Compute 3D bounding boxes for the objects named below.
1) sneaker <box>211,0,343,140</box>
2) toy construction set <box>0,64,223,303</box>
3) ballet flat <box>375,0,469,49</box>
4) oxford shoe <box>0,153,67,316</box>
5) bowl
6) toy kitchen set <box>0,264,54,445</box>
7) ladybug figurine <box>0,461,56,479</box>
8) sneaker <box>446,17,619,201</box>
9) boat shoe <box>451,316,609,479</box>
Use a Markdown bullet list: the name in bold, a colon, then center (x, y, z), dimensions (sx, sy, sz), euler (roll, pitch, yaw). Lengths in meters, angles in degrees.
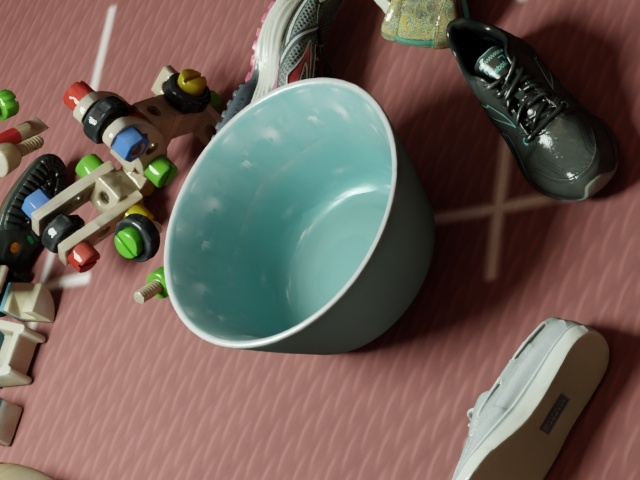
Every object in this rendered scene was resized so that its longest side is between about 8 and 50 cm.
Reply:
- **sneaker**: center (-0.027, -0.182, 2.054), dimensions (0.112, 0.121, 0.299), euler (16, 74, 15)
- **toy construction set**: center (-0.257, -0.116, 2.156), dimensions (0.309, 0.257, 0.237), euler (20, 35, 30)
- **ballet flat**: center (0.092, -0.367, 2.029), dimensions (0.123, 0.123, 0.348), euler (-26, 53, 27)
- **oxford shoe**: center (-0.411, -0.016, 2.299), dimensions (0.096, 0.083, 0.227), euler (17, 76, 50)
- **bowl**: center (0.000, 0.000, 1.868), dimensions (0.312, 0.163, 0.311), euler (-22, 52, 31)
- **toy kitchen set**: center (-0.452, 0.129, 2.183), dimensions (0.122, 0.166, 0.207), euler (-1, 65, 41)
- **ladybug figurine**: center (-0.473, 0.404, 2.040), dimensions (0.449, 0.162, 0.305), euler (-26, 51, 28)
- **sneaker**: center (0.209, -0.139, 1.812), dimensions (0.101, 0.106, 0.267), euler (-45, 46, 10)
- **boat shoe**: center (0.187, 0.172, 1.672), dimensions (0.227, 0.079, 0.081), euler (-54, 34, -5)
